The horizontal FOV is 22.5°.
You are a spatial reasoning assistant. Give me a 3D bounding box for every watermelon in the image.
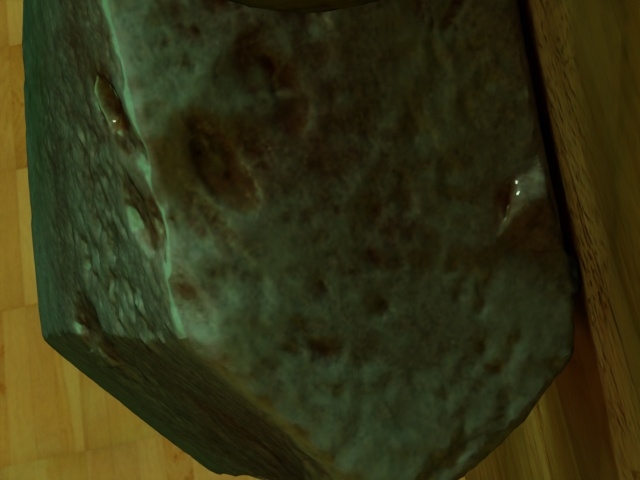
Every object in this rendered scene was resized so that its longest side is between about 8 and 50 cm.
[{"bbox_3d":[0.000,0.000,0.653,0.387,0.228,0.258,90,164,-45],"label":"watermelon"}]

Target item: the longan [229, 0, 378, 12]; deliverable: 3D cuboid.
[{"bbox_3d":[-0.018,-0.134,0.416,0.155,0.176,0.145,100,180,-49],"label":"longan"}]
